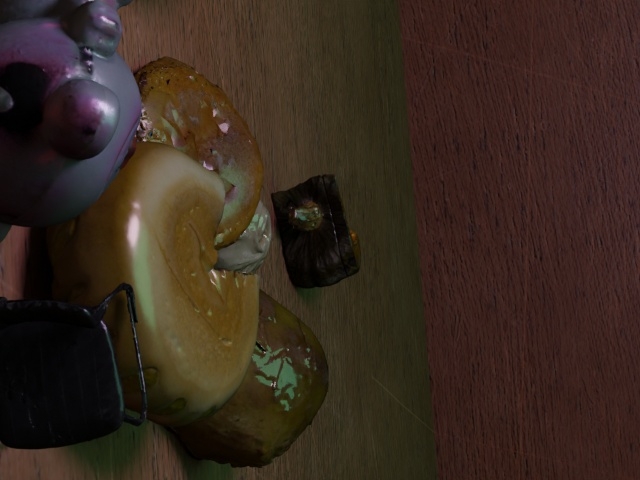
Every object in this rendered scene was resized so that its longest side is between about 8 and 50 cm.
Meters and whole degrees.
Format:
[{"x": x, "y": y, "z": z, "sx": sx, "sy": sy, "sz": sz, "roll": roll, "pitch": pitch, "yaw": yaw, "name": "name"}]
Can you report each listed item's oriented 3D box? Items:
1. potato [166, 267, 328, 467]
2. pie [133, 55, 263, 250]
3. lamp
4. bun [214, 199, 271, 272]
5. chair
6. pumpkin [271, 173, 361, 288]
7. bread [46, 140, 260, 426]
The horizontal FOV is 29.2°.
[{"x": -0.101, "y": 0.162, "z": 1.660, "sx": 0.299, "sy": 0.196, "sz": 0.246, "roll": 64, "pitch": 24, "yaw": -48, "name": "potato"}, {"x": -0.173, "y": -0.116, "z": 1.639, "sx": 0.273, "sy": 0.069, "sz": 0.273, "roll": 26, "pitch": 55, "yaw": -44, "name": "pie"}, {"x": -0.282, "y": -0.165, "z": 1.135, "sx": 0.247, "sy": 0.247, "sz": 0.301, "roll": 22, "pitch": 52, "yaw": -39, "name": "lamp"}, {"x": -0.123, "y": -0.024, "z": 1.786, "sx": 0.183, "sy": 0.102, "sz": 0.183, "roll": -4, "pitch": 90, "yaw": -83, "name": "bun"}, {"x": -0.246, "y": 0.118, "z": 1.126, "sx": 0.221, "sy": 0.140, "sz": 0.145, "roll": 145, "pitch": -63, "yaw": -88, "name": "chair"}, {"x": -0.002, "y": 0.000, "z": 2.202, "sx": 0.248, "sy": 0.131, "sz": 0.126, "roll": 59, "pitch": 29, "yaw": -54, "name": "pumpkin"}, {"x": -0.195, "y": 0.055, "z": 1.389, "sx": 0.333, "sy": 0.160, "sz": 0.333, "roll": -8, "pitch": 90, "yaw": -66, "name": "bread"}]
